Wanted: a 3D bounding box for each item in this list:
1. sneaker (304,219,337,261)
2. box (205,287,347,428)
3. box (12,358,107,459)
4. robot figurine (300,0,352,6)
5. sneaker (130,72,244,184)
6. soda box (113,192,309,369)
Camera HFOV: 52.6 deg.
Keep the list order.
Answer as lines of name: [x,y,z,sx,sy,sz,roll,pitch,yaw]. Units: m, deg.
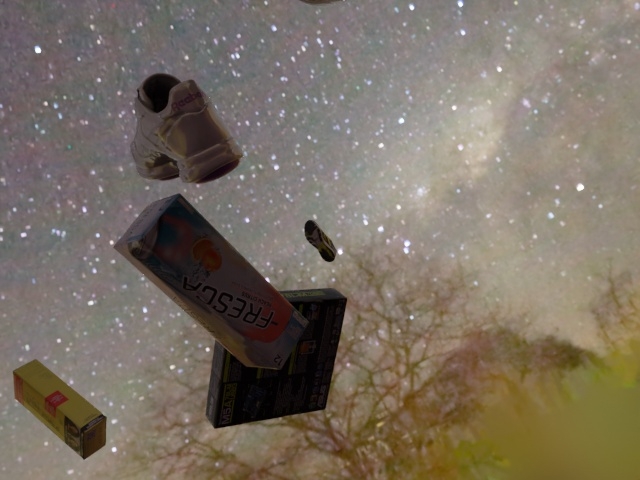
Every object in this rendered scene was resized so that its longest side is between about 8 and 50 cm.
sneaker: [0.000,0.000,1.141,0.031,0.083,0.035,-30,3,20]
box: [-0.062,0.164,0.920,0.184,0.045,0.191,-1,-70,-29]
box: [-0.537,0.343,1.332,0.058,0.232,0.087,-29,-39,-49]
robot figurine: [0.060,-0.402,0.786,0.300,0.353,0.200,-36,-60,-35]
sneaker: [-0.208,-0.164,0.922,0.114,0.152,0.305,-34,22,-25]
soda box: [-0.096,0.043,0.597,0.063,0.058,0.183,-10,-50,50]
